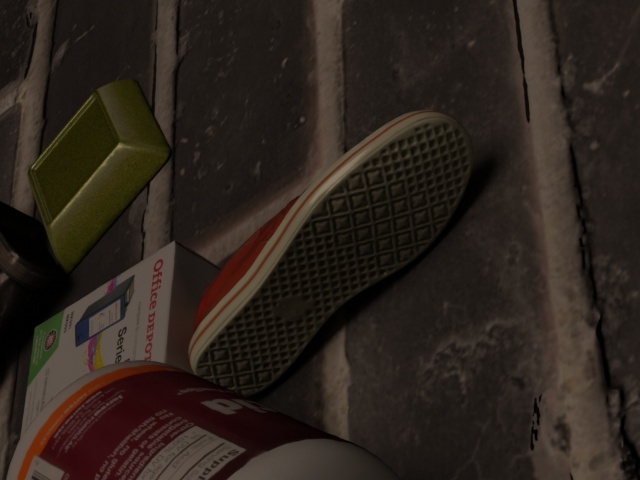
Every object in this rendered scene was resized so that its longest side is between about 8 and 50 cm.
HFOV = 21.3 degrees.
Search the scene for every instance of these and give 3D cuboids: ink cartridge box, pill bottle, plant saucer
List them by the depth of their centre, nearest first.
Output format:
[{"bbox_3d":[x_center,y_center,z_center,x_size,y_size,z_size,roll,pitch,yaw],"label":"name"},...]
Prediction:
[{"bbox_3d":[-0.060,0.236,1.275,0.392,0.224,0.224,16,76,54],"label":"pill bottle"},{"bbox_3d":[-0.183,0.119,1.633,0.212,0.093,0.154,-28,43,32],"label":"ink cartridge box"},{"bbox_3d":[-0.265,-0.085,1.936,0.188,0.045,0.188,-48,36,13],"label":"plant saucer"}]

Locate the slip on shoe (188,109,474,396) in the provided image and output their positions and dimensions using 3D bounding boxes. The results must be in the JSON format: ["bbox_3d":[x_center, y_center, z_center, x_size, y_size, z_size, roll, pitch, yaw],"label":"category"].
[{"bbox_3d":[0.000,0.000,1.491,0.331,0.123,0.101,-46,32,24],"label":"slip on shoe"}]

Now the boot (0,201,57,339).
[{"bbox_3d":[-0.404,0.076,1.946,0.229,0.091,0.263,-58,29,10],"label":"boot"}]
